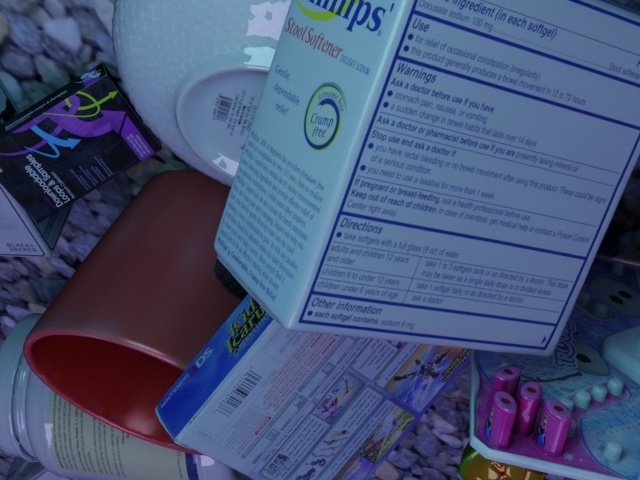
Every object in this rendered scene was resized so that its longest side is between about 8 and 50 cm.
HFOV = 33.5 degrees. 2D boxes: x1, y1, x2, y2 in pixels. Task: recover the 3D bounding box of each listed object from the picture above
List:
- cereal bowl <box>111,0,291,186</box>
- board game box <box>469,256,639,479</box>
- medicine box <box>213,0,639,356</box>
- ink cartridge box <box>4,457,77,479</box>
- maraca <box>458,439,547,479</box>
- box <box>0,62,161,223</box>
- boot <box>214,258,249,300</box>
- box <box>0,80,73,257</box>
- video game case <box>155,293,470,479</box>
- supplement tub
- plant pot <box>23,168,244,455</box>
[{"bbox_3d":[-0.034,-0.146,0.961,0.339,0.141,0.339,9,144,6],"label":"cereal bowl"},{"bbox_3d":[0.336,0.104,0.989,0.390,0.390,0.050,12,118,2],"label":"board game box"},{"bbox_3d":[0.096,-0.074,0.824,0.263,0.149,0.289,10,107,-33],"label":"medicine box"},{"bbox_3d":[-0.291,0.408,1.763,0.395,0.166,0.285,29,141,-21],"label":"ink cartridge box"},{"bbox_3d":[0.282,0.296,1.488,0.185,0.099,0.127,-20,141,2],"label":"maraca"},{"bbox_3d":[-0.266,-0.099,1.125,0.162,0.029,0.116,-30,134,3],"label":"box"},{"bbox_3d":[0.000,0.000,1.113,0.246,0.161,0.083,23,154,-36],"label":"boot"},{"bbox_3d":[-0.414,-0.103,1.189,0.169,0.087,0.290,1,142,18],"label":"box"},{"bbox_3d":[0.013,0.121,1.042,0.244,0.269,0.061,38,-177,-40],"label":"video game case"},{"bbox_3d":[-0.246,0.211,1.426,0.324,0.235,0.235,5,143,13],"label":"supplement tub"},{"bbox_3d":[-0.153,0.072,1.182,0.275,0.243,0.275,17,150,10],"label":"plant pot"}]
